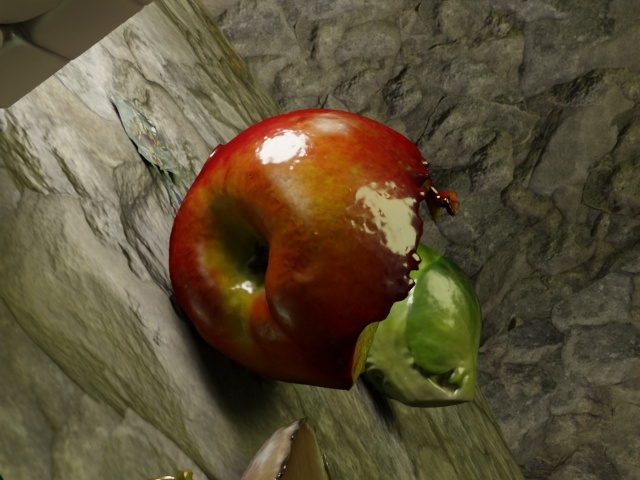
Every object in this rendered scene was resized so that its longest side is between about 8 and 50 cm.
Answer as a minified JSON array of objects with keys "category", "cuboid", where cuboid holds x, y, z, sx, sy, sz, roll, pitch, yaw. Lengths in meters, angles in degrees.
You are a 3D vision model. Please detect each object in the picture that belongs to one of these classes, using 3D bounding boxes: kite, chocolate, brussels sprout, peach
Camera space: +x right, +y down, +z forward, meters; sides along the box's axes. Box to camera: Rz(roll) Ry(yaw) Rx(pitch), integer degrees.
[{"category":"kite","cuboid":[-0.234,-0.113,1.110,0.245,0.015,0.141,58,11,21]},{"category":"chocolate","cuboid":[-0.044,0.273,0.704,0.261,0.083,0.161,-28,103,-79]},{"category":"brussels sprout","cuboid":[0.179,0.167,1.494,0.289,0.281,0.354,27,42,-68]},{"category":"peach","cuboid":[-0.019,-0.003,0.949,0.310,0.335,0.406,26,24,6]}]

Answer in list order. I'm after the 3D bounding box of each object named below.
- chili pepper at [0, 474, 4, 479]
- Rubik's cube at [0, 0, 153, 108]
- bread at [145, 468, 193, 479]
[{"category":"chili pepper","cuboid":[-0.197,0.111,0.262,0.174,0.165,0.261,30,25,-27]},{"category":"Rubik's cube","cuboid":[-0.312,-0.324,0.631,0.291,0.290,0.291,58,11,8]},{"category":"bread","cuboid":[-0.074,0.200,0.292,0.172,0.132,0.103,55,-9,44]}]
